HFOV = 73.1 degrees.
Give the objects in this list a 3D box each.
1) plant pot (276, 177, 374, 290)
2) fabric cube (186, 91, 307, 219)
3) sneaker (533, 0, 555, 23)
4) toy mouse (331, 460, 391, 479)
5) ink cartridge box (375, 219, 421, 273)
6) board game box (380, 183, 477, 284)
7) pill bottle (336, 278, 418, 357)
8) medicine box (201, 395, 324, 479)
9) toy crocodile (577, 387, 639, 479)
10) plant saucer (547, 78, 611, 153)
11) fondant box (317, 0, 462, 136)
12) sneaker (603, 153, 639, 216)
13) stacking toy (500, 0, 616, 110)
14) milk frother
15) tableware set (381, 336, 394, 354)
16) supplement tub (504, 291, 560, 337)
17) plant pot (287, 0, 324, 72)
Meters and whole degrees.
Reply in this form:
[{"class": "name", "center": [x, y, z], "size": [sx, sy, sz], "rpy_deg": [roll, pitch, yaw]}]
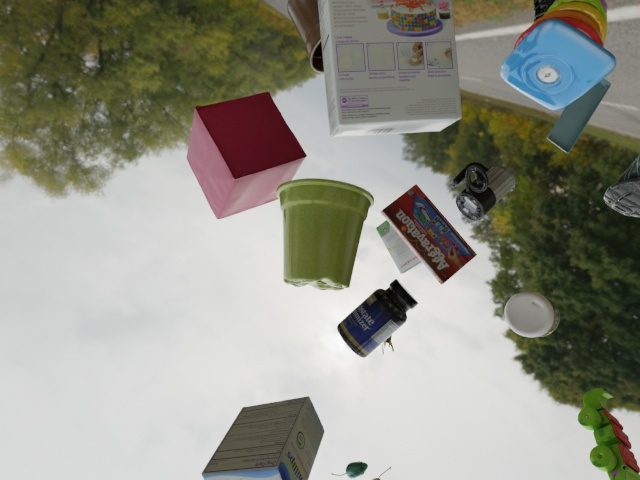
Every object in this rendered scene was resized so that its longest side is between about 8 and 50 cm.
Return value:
[{"class": "plant pot", "center": [0.000, 0.000, 1.177], "size": [0.275, 0.254, 0.276], "rpy_deg": [6, 167, 1]}, {"class": "fabric cube", "center": [-0.242, -0.262, 1.344], "size": [0.254, 0.258, 0.259], "rpy_deg": [-23, -103, -29]}, {"class": "sneaker", "center": [0.519, -0.595, 1.027], "size": [0.121, 0.217, 0.079], "rpy_deg": [13, -179, -19]}, {"class": "toy mouse", "center": [0.092, 0.644, 1.140], "size": [0.143, 0.031, 0.161], "rpy_deg": [19, -118, 19]}, {"class": "ink cartridge box", "center": [0.337, 0.001, 1.672], "size": [0.093, 0.154, 0.213], "rpy_deg": [-4, -118, -50]}, {"class": "board game box", "center": [0.324, -0.021, 1.298], "size": [0.281, 0.145, 0.027], "rpy_deg": [51, 167, 8]}, {"class": "pill bottle", "center": [0.162, 0.214, 1.208], "size": [0.123, 0.219, 0.123], "rpy_deg": [46, -174, -6]}, {"class": "medicine box", "center": [-0.162, 0.641, 1.314], "size": [0.149, 0.263, 0.289], "rpy_deg": [67, -157, -14]}, {"class": "toy crocodile", "center": [0.842, 0.586, 1.245], "size": [0.115, 0.105, 0.341], "rpy_deg": [38, -148, -8]}, {"class": "plant saucer", "center": [0.599, -0.300, 1.006], "size": [0.067, 0.192, 0.018], "rpy_deg": [32, -179, -9]}, {"class": "fondant box", "center": [0.127, -0.376, 0.826], "size": [0.238, 0.331, 0.096], "rpy_deg": [-5, -179, -8]}, {"class": "sneaker", "center": [0.658, -0.134, 0.837], "size": [0.101, 0.106, 0.267], "rpy_deg": [37, 167, 18]}, {"class": "stacking toy", "center": [0.513, -0.437, 0.871], "size": [0.165, 0.302, 0.175], "rpy_deg": [33, 164, 0]}, {"class": "milk frother", "center": [0.414, -0.144, 1.068], "size": [0.129, 0.134, 0.143], "rpy_deg": [51, 161, -2]}, {"class": "tableware set", "center": [0.239, 0.325, 1.496], "size": [0.039, 0.128, 0.194], "rpy_deg": [8, 176, 7]}, {"class": "supplement tub", "center": [0.705, 0.246, 1.429], "size": [0.144, 0.144, 0.199], "rpy_deg": [43, -164, 33]}, {"class": "plant pot", "center": [0.009, -0.541, 1.072], "size": [0.167, 0.167, 0.165], "rpy_deg": [-11, -112, -56]}]
